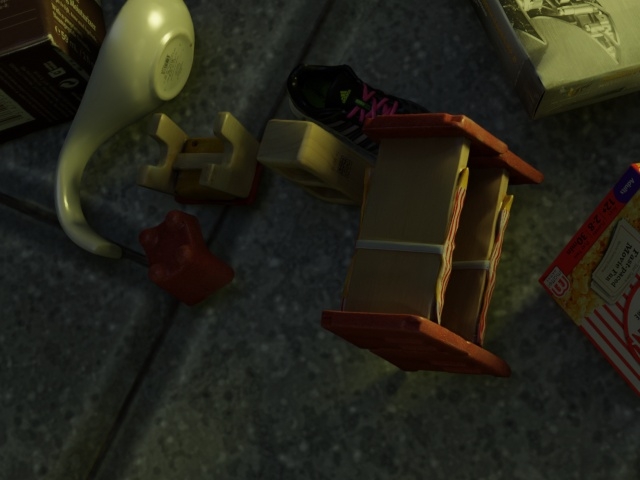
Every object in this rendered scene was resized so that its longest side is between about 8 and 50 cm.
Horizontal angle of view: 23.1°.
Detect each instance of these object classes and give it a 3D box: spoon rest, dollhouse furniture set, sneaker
[{"bbox_3d":[-0.201,-0.125,1.564,0.084,0.137,0.276,18,89,22],"label":"spoon rest"},{"bbox_3d":[0.000,0.000,1.461,0.374,0.152,0.201,3,72,37],"label":"dollhouse furniture set"},{"bbox_3d":[0.036,-0.128,1.509,0.170,0.075,0.063,23,80,23],"label":"sneaker"}]

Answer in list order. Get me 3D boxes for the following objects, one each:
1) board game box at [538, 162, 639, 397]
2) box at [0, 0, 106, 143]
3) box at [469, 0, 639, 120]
[{"bbox_3d":[0.297,0.051,1.340,0.193,0.045,0.147,51,126,26],"label":"board game box"},{"bbox_3d":[-0.328,-0.233,1.612,0.167,0.168,0.203,-17,68,12],"label":"box"},{"bbox_3d":[0.260,-0.223,1.428,0.231,0.056,0.183,-16,65,-15],"label":"box"}]
